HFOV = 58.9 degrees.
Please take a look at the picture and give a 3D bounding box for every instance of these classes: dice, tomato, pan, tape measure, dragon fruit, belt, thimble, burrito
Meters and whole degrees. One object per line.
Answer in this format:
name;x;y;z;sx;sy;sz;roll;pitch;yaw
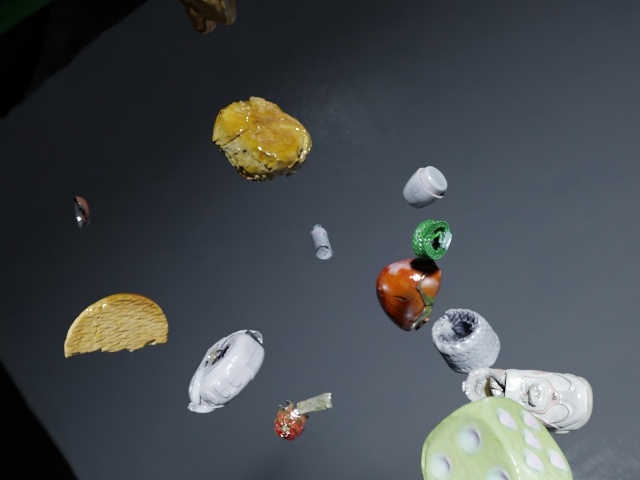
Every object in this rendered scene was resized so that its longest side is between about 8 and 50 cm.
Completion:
dice;0.413;0.541;1.345;0.254;0.250;0.252;16;-57;-40
tomato;0.286;0.172;2.053;0.309;0.170;0.309;-42;39;48
pan;-0.475;-0.061;1.136;0.023;0.068;0.115;-12;-1;-28
tape measure;-0.223;0.311;1.377;0.197;0.120;0.236;-37;14;26
dragon fruit;-0.123;0.725;2.267;0.142;0.130;0.121;-51;5;-27
belt;0.365;-0.004;1.886;0.151;0.121;0.079;-44;27;-28
thimble;0.544;0.375;2.146;0.217;0.157;0.245;-37;22;-5
burrito;-0.018;0.559;1.935;0.171;0.051;0.042;-26;-31;35

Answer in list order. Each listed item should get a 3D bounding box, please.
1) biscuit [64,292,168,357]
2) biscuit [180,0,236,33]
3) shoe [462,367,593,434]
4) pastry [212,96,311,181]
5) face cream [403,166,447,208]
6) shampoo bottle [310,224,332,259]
biscuit;-0.437;0.181;1.229;0.224;0.145;0.033;-4;20;-40
biscuit;-0.335;-0.699;1.473;0.051;0.269;0.376;-44;-22;-27
shoe;0.584;0.455;1.629;0.351;0.198;0.172;-19;54;45
pastry;-0.180;-0.296;1.739;0.255;0.311;0.162;-33;-25;-29
face cream;0.263;-0.132;1.431;0.095;0.091;0.091;-41;-1;38
shampoo bottle;0.000;0.000;2.222;0.072;0.072;0.214;-31;25;9
